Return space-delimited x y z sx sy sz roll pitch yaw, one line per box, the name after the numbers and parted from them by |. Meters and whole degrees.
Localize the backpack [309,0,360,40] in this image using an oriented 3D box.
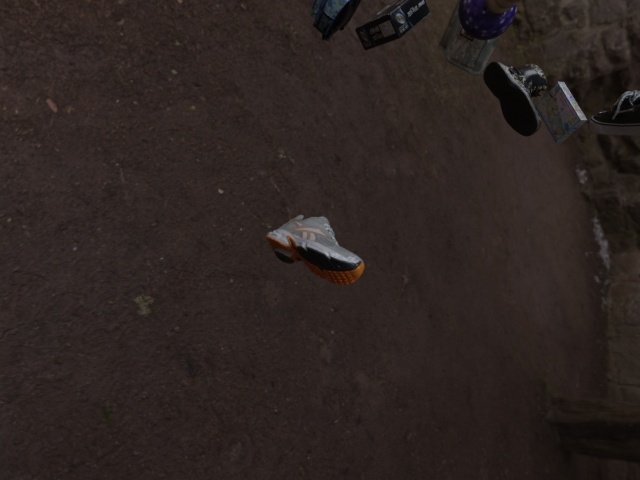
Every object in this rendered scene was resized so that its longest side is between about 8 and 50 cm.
0.035 -0.552 0.987 0.084 0.114 0.105 43 55 -7 | backpack

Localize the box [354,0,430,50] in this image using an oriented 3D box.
0.221 -0.685 1.314 0.147 0.180 0.078 -43 118 -16 | box

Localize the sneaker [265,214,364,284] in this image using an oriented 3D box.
0.000 0.000 0.882 0.121 0.262 0.099 -46 133 -23 | sneaker

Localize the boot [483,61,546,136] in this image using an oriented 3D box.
0.582 -0.406 1.179 0.178 0.085 0.237 -15 71 -28 | boot

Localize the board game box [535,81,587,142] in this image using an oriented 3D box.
0.744 -0.397 1.306 0.026 0.103 0.154 -4 64 -18 | board game box

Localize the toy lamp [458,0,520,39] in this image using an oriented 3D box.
0.201 -0.250 0.387 0.080 0.080 0.275 63 7 -15 | toy lamp

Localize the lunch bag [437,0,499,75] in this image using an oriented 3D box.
0.549 -0.742 1.482 0.168 0.235 0.287 14 37 -9 | lunch bag

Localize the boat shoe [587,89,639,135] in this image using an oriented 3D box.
0.776 -0.315 1.028 0.306 0.113 0.105 -82 163 -71 | boat shoe
